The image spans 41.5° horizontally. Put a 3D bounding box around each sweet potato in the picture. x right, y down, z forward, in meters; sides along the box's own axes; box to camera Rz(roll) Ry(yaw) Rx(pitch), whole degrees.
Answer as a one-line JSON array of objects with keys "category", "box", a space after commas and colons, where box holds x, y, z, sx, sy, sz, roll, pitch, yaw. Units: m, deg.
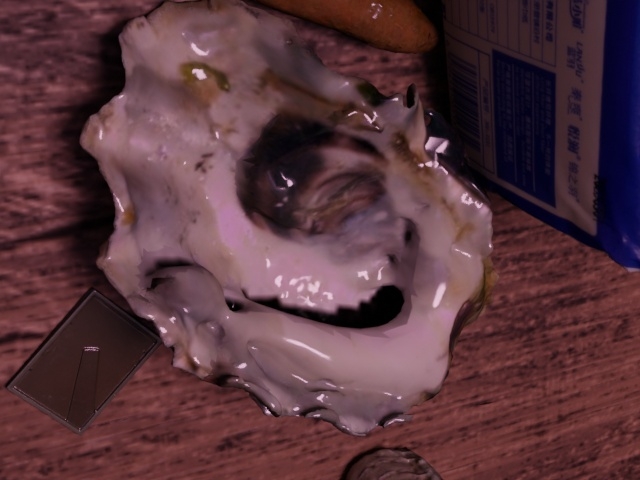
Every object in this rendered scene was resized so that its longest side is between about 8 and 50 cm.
[{"category": "sweet potato", "box": [-0.035, -0.187, 0.531, 0.315, 0.066, 0.072, 13, 116, -28]}]

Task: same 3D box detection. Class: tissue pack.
[{"category": "tissue pack", "box": [0.180, -0.143, 0.535, 0.137, 0.209, 0.269, -27, 127, -22]}]

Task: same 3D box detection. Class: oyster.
[{"category": "oyster", "box": [-0.001, 0.000, 0.578, 0.351, 0.115, 0.237, 27, 84, -33]}]

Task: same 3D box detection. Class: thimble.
[{"category": "thimble", "box": [0.070, 0.235, 0.685, 0.102, 0.090, 0.115, -3, 108, -20]}]

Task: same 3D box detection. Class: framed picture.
[{"category": "framed picture", "box": [-0.161, 0.084, 0.583, 0.066, 0.007, 0.089, 42, 86, -28]}]
